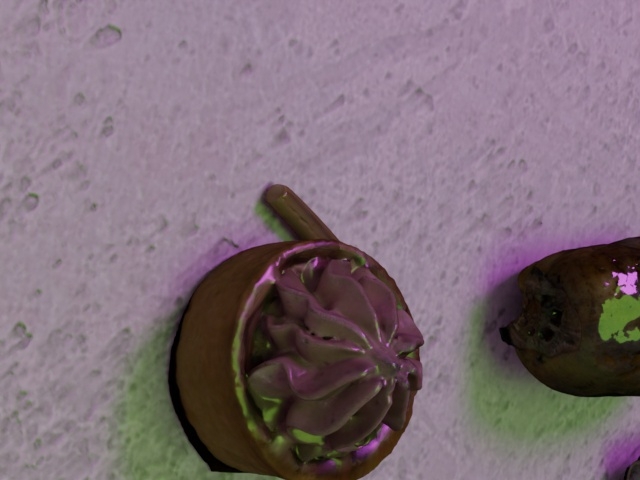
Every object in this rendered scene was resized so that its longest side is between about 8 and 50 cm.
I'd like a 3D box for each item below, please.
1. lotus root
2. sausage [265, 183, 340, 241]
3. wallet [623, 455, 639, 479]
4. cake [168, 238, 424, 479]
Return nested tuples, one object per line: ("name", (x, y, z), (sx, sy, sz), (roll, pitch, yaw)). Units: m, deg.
("lotus root", (0.297, 0.073, 1.405), (0.274, 0.160, 0.152), (-6, 90, -42))
("sausage", (0.000, 0.000, 1.215), (0.132, 0.024, 0.024), (47, 65, -36))
("wallet", (0.397, 0.260, 1.581), (0.231, 0.069, 0.170), (-16, 124, -36))
("cake", (0.007, 0.101, 1.136), (0.185, 0.178, 0.208), (-34, 120, -35))
